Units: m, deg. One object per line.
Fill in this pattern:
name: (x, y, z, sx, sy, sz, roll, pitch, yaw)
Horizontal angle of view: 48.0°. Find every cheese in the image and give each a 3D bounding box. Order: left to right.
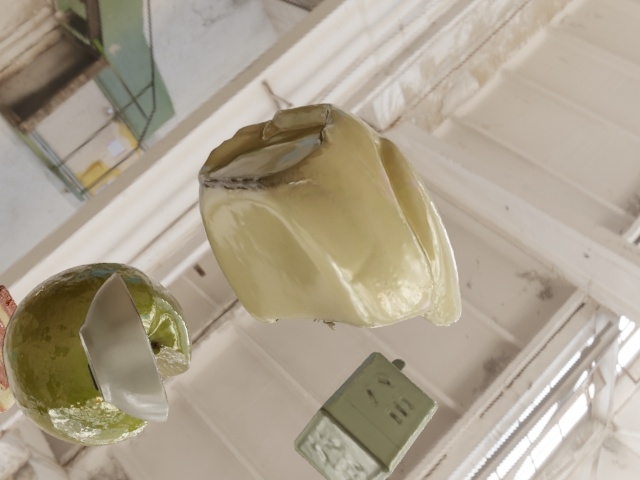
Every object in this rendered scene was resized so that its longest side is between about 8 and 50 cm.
cheese: (0.000, 0.000, 0.665, 0.127, 0.233, 0.266, -37, -159, -27)

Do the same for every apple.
apple: (-0.347, 0.177, 1.148, 0.254, 0.292, 0.292, -14, -132, 40)

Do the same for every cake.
cake: (-0.610, 0.218, 1.368, 0.262, 0.159, 0.158, -36, -158, 51)

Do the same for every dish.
dish: (-0.242, 0.137, 0.851, 0.066, 0.191, 0.191, -20, -133, -22)

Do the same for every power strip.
power strip: (0.086, 0.279, 1.144, 0.140, 0.139, 0.224, 40, -137, 12)
